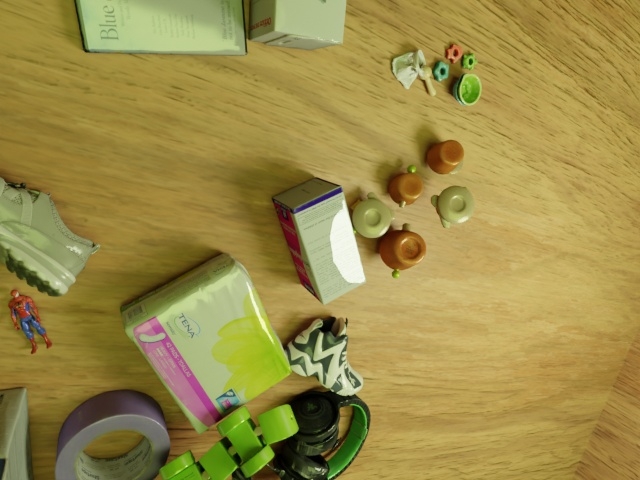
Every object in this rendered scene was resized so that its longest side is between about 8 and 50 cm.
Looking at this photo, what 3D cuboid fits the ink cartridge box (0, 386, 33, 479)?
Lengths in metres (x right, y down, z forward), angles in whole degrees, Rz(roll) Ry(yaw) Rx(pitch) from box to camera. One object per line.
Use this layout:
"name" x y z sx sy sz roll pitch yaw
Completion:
"ink cartridge box" -0.490 0.387 0.650 0.045 0.224 0.223 -1 106 -28

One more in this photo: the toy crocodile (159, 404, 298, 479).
"toy crocodile" -0.198 0.430 0.808 0.340 0.105 0.115 -35 75 -10

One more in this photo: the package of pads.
"package of pads" -0.203 0.196 0.814 0.229 0.101 0.297 -30 119 -16

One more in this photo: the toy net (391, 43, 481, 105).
"toy net" 0.261 -0.374 0.911 0.232 0.045 0.122 3 105 -29

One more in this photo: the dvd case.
"dvd case" -0.242 -0.386 0.647 0.253 0.022 0.180 -11 111 -25

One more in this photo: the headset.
"headset" -0.019 0.491 0.963 0.394 0.185 0.243 4 104 -40

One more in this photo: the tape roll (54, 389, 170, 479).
"tape roll" -0.388 0.386 0.790 0.189 0.080 0.189 -9 109 -26

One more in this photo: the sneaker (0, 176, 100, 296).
"sneaker" -0.462 -0.046 0.617 0.281 0.105 0.115 55 44 -26

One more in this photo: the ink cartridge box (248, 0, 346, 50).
"ink cartridge box" -0.038 -0.416 0.685 0.127 0.128 0.176 -3 109 -28

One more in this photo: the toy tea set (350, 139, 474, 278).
"toy tea set" 0.223 -0.078 0.972 0.336 0.124 0.200 -40 91 -8

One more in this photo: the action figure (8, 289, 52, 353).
"action figure" -0.479 0.131 0.687 0.038 0.030 0.115 -17 112 -17

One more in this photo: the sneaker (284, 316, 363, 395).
"sneaker" 0.043 0.256 0.971 0.235 0.094 0.153 34 97 -22

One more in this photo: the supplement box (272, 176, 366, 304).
"supplement box" 0.000 0.000 0.854 0.114 0.111 0.220 -27 117 -18
